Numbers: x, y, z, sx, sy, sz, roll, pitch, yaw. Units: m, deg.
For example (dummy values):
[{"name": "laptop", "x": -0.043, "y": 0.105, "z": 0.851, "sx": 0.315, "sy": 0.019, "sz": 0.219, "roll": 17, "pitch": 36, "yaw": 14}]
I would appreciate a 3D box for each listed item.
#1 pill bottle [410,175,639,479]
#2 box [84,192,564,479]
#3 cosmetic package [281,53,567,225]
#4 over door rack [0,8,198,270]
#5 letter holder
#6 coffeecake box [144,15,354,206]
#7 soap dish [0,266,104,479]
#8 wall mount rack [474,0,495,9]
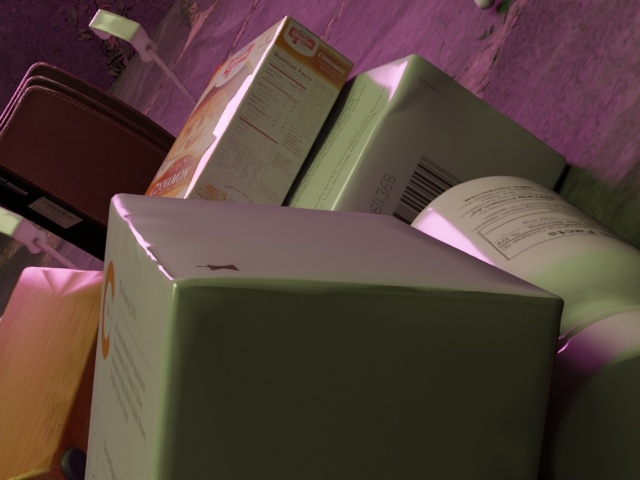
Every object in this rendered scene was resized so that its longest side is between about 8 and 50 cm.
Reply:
[{"name": "pill bottle", "x": 0.127, "y": 0.055, "z": 0.612, "sx": 0.131, "sy": 0.131, "sz": 0.229, "roll": -55, "pitch": 20, "yaw": 9}, {"name": "box", "x": -0.026, "y": 0.166, "z": 0.567, "sx": 0.215, "sy": 0.168, "sz": 0.345, "roll": -146, "pitch": 61, "yaw": -70}, {"name": "cosmetic package", "x": 0.000, "y": 0.000, "z": 0.961, "sx": 0.217, "sy": 0.156, "sz": 0.385, "roll": -62, "pitch": 19, "yaw": -12}, {"name": "over door rack", "x": -0.148, "y": -0.033, "z": 1.150, "sx": 0.108, "sy": 0.324, "sz": 0.240, "roll": 14, "pitch": 71, "yaw": 42}, {"name": "letter holder", "x": -0.275, "y": -0.103, "z": 1.529, "sx": 0.152, "sy": 0.301, "sz": 0.214, "roll": -17, "pitch": 45, "yaw": 61}, {"name": "coffeecake box", "x": -0.069, "y": -0.063, "z": 0.886, "sx": 0.142, "sy": 0.068, "sz": 0.186, "roll": -19, "pitch": 41, "yaw": 61}, {"name": "soap dish", "x": -0.137, "y": 0.180, "z": 0.860, "sx": 0.118, "sy": 0.291, "sz": 0.229, "roll": -24, "pitch": 34, "yaw": 25}, {"name": "wall mount rack", "x": 0.192, "y": -0.404, "z": 1.150, "sx": 0.350, "sy": 0.130, "sz": 0.304, "roll": -45, "pitch": 20, "yaw": 32}]
